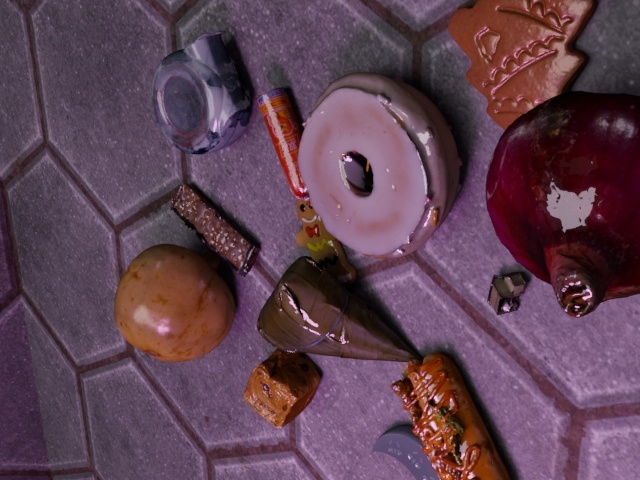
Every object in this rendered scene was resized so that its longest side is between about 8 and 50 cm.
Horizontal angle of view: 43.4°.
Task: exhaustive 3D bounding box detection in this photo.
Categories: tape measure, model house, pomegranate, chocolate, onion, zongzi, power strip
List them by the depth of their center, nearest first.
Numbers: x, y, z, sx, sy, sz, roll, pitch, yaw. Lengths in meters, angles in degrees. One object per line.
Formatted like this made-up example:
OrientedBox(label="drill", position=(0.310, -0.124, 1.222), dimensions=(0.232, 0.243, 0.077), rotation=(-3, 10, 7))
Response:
OrientedBox(label="onion", position=(0.400, -0.032, 1.171), dimensions=(0.347, 0.385, 0.348), rotation=(16, 135, 17))
OrientedBox(label="model house", position=(0.351, 0.093, 1.534), dimensions=(0.083, 0.057, 0.058), rotation=(86, 166, -45))
OrientedBox(label="power strip", position=(0.231, 0.525, 1.823), dimensions=(0.253, 0.054, 0.168), rotation=(47, 134, 24))
OrientedBox(label="zongzi", position=(0.036, 0.221, 1.879), dimensions=(0.360, 0.160, 0.323), rotation=(31, 153, -1))
OrientedBox(label="tape measure", position=(-0.283, -0.344, 1.956), dimensions=(0.275, 0.147, 0.256), rotation=(-21, 91, 44))
OrientedBox(label="chocolate", position=(-0.277, -0.033, 2.136), dimensions=(0.329, 0.065, 0.102), rotation=(40, 116, 27))
OrientedBox(label="pomegranate", position=(-0.379, 0.158, 2.159), dimensions=(0.342, 0.342, 0.343), rotation=(20, 119, 41))

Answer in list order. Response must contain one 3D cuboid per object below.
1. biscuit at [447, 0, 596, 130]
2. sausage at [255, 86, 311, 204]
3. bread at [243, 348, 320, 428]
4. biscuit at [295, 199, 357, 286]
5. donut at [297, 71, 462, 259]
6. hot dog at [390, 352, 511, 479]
OrientedBox(label="biscuit", position=(0.348, -0.305, 1.381), dimensions=(0.284, 0.043, 0.306), rotation=(0, 105, 47))
OrientedBox(label="sausage", position=(-0.068, -0.211, 1.833), dimensions=(0.074, 0.074, 0.274), rotation=(-18, 93, 48))
OrientedBox(label="bread", position=(-0.094, 0.369, 2.039), dimensions=(0.149, 0.143, 0.158), rotation=(42, 132, 19))
OrientedBox(label="biscuit", position=(-0.001, 0.000, 1.877), dimensions=(0.158, 0.035, 0.240), rotation=(-20, 91, 46))
OrientedBox(label="donut", position=(0.118, -0.149, 1.609), dimensions=(0.382, 0.142, 0.383), rotation=(19, 118, 41))
OrientedBox(label="hot dog", position=(0.269, 0.409, 1.689), dimensions=(0.158, 0.117, 0.349), rotation=(-29, 83, 47))
